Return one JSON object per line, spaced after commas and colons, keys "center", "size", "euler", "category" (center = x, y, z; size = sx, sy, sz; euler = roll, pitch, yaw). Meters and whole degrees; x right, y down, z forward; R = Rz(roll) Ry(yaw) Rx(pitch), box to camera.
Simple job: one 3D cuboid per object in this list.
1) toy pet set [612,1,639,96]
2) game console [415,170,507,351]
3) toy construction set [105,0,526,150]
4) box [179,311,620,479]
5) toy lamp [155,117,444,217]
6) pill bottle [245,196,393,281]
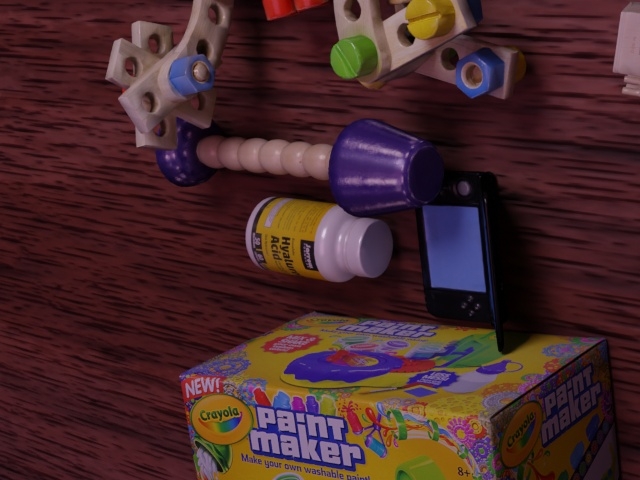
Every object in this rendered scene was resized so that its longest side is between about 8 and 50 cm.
{"center": [0.227, -0.140, 0.776], "size": [0.065, 0.114, 0.122], "euler": [11, 115, 20], "category": "toy pet set"}
{"center": [0.104, 0.013, 0.949], "size": [0.107, 0.071, 0.122], "euler": [5, 108, 39], "category": "game console"}
{"center": [-0.018, -0.181, 0.943], "size": [0.327, 0.151, 0.215], "euler": [-10, 99, 31], "category": "toy construction set"}
{"center": [0.070, 0.220, 0.983], "size": [0.290, 0.177, 0.279], "euler": [2, 105, 40], "category": "box"}
{"center": [-0.020, -0.065, 1.011], "size": [0.274, 0.080, 0.080], "euler": [10, 112, 45], "category": "toy lamp"}
{"center": [0.000, 0.000, 1.036], "size": [0.116, 0.065, 0.065], "euler": [7, 110, 38], "category": "pill bottle"}
